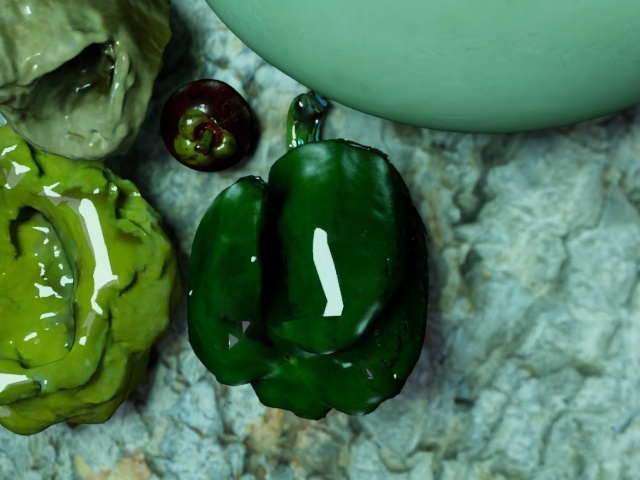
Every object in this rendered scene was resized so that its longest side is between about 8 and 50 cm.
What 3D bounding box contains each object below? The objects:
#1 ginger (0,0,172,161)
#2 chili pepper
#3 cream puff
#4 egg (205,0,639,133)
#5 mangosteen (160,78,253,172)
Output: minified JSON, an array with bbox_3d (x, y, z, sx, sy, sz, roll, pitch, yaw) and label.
[{"bbox_3d":[-0.224,-0.190,0.591,0.221,0.276,0.130,33,125,-26],"label":"ginger"},{"bbox_3d":[0.000,0.000,0.557,0.165,0.261,0.174,36,127,-26],"label":"chili pepper"},{"bbox_3d":[-0.259,0.035,0.634,0.281,0.185,0.282,1,92,22],"label":"cream puff"},{"bbox_3d":[0.083,-0.208,0.451,0.389,0.276,0.276,15,97,19],"label":"egg"},{"bbox_3d":[-0.097,-0.099,0.625,0.081,0.081,0.081,1,93,19],"label":"mangosteen"}]
